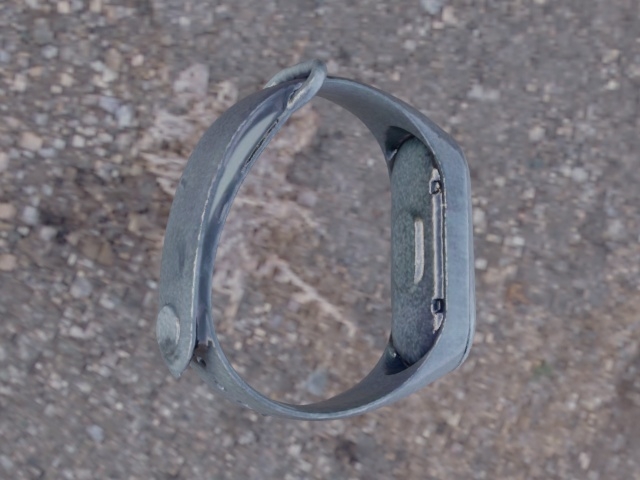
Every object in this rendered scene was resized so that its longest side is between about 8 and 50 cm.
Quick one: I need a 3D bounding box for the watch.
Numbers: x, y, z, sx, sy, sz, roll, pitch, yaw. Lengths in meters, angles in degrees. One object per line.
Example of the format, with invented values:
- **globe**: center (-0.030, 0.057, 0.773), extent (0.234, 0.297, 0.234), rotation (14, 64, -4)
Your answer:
- **watch**: center (0.000, 0.000, 0.826), extent (0.193, 0.068, 0.206), rotation (3, 85, -30)
